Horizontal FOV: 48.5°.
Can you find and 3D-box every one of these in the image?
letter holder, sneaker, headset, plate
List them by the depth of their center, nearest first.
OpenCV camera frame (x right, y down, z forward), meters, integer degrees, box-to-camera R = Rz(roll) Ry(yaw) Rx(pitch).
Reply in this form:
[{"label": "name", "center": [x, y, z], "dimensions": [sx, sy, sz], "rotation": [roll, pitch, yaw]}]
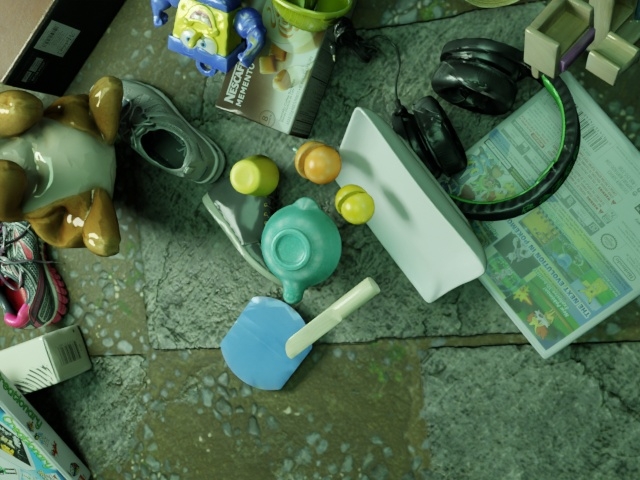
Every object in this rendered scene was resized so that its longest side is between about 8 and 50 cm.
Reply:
[{"label": "headset", "center": [0.182, -0.201, 1.035], "dimensions": [0.394, 0.185, 0.243], "rotation": [41, 97, 27]}, {"label": "plate", "center": [0.127, -0.047, 1.052], "dimensions": [0.045, 0.277, 0.278], "rotation": [-35, 83, -13]}, {"label": "sneaker", "center": [-0.091, -0.031, 1.196], "dimensions": [0.118, 0.083, 0.222], "rotation": [-43, 83, 12]}, {"label": "sneaker", "center": [-0.295, -0.200, 1.229], "dimensions": [0.281, 0.115, 0.105], "rotation": [32, 103, 13]}, {"label": "letter holder", "center": [-0.498, -0.447, 1.258], "dimensions": [0.214, 0.152, 0.301], "rotation": [43, 105, 12]}, {"label": "sneaker", "center": [-0.577, 0.023, 1.336], "dimensions": [0.121, 0.112, 0.299], "rotation": [-28, 85, 17]}]

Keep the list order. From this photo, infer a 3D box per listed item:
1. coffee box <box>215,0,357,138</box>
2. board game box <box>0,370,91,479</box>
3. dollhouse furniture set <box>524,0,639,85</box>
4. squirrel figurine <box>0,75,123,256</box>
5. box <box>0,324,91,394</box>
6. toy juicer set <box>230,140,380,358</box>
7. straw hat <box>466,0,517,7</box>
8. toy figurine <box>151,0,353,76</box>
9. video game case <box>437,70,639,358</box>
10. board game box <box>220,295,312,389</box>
[{"label": "coffee box", "center": [-0.055, -0.306, 1.156], "dimensions": [0.141, 0.098, 0.246], "rotation": [24, 100, 14]}, {"label": "board game box", "center": [-0.596, 0.375, 1.324], "dimensions": [0.193, 0.053, 0.305], "rotation": [-18, 119, 17]}, {"label": "dollhouse furniture set", "center": [0.467, -0.235, 0.883], "dimensions": [0.303, 0.198, 0.286], "rotation": [41, 88, 25]}, {"label": "squirrel figurine", "center": [-0.537, -0.126, 1.145], "dimensions": [0.371, 0.397, 0.280], "rotation": [2, 92, -27]}, {"label": "box", "center": [-0.587, 0.251, 1.357], "dimensions": [0.275, 0.113, 0.094], "rotation": [-21, 89, 19]}, {"label": "toy juicer set", "center": [0.000, 0.000, 1.119], "dimensions": [0.209, 0.089, 0.328], "rotation": [-18, 91, 18]}, {"label": "straw hat", "center": [0.255, -0.415, 1.072], "dimensions": [0.145, 0.061, 0.144], "rotation": [0, 100, 1]}, {"label": "toy figurine", "center": [-0.128, -0.344, 1.081], "dimensions": [0.363, 0.191, 0.217], "rotation": [24, 131, 7]}, {"label": "video game case", "center": [0.357, -0.035, 1.082], "dimensions": [0.300, 0.036, 0.329], "rotation": [-40, 83, 16]}, {"label": "board game box", "center": [-0.089, 0.176, 1.238], "dimensions": [0.133, 0.033, 0.168], "rotation": [38, 109, 6]}]
